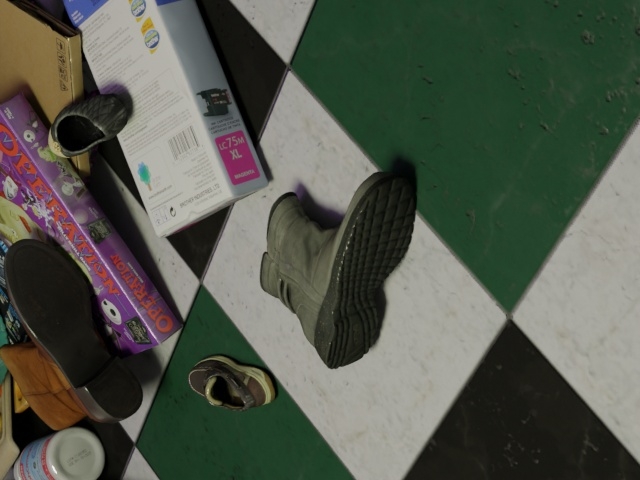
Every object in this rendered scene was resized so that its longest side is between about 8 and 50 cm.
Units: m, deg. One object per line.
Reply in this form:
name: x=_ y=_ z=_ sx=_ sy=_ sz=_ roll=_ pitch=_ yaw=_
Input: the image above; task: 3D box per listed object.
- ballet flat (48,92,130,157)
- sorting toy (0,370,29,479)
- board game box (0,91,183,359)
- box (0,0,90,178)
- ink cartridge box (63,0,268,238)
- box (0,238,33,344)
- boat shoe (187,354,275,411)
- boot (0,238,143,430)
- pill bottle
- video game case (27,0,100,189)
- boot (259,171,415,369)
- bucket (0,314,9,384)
ballet flat: x=-0.275 y=-0.129 z=1.704 sx=0.057 sy=0.049 sz=0.173 roll=52 pitch=147 yaw=-12
sorting toy: x=-0.501 y=0.261 z=2.230 sx=0.347 sy=0.047 sz=0.196 roll=-52 pitch=43 yaw=49
board game box: x=-0.329 y=-0.003 z=1.867 sx=0.208 sy=0.056 sz=0.346 roll=-26 pitch=100 yaw=51
box: x=-0.340 y=-0.191 z=1.793 sx=0.164 sy=0.021 sz=0.201 roll=33 pitch=138 yaw=33
ink cartridge box: x=-0.178 y=-0.173 z=1.652 sx=0.186 sy=0.065 sz=0.311 roll=-23 pitch=90 yaw=55
box: x=-0.441 y=0.032 z=2.088 sx=0.220 sy=0.051 sz=0.175 roll=52 pitch=140 yaw=21
boat shoe: x=-0.116 y=0.170 z=1.753 sx=0.152 sy=0.049 sz=0.056 roll=-1 pitch=107 yaw=52
boot: x=-0.356 y=0.128 z=1.931 sx=0.264 sy=0.096 sz=0.280 roll=51 pitch=154 yaw=-12
pill bottle: x=-0.378 y=0.319 z=2.119 sx=0.160 sy=0.087 sz=0.087 roll=-27 pitch=86 yaw=53
video game case: x=-0.356 y=-0.170 z=1.892 sx=0.210 sy=0.042 sz=0.232 roll=46 pitch=138 yaw=25
boot: x=0.000 y=0.000 z=1.508 sx=0.161 sy=0.083 sz=0.246 roll=48 pitch=137 yaw=34
bucket: x=-0.586 y=0.155 z=2.080 sx=0.281 sy=0.183 sz=0.281 roll=13 pitch=117 yaw=26
